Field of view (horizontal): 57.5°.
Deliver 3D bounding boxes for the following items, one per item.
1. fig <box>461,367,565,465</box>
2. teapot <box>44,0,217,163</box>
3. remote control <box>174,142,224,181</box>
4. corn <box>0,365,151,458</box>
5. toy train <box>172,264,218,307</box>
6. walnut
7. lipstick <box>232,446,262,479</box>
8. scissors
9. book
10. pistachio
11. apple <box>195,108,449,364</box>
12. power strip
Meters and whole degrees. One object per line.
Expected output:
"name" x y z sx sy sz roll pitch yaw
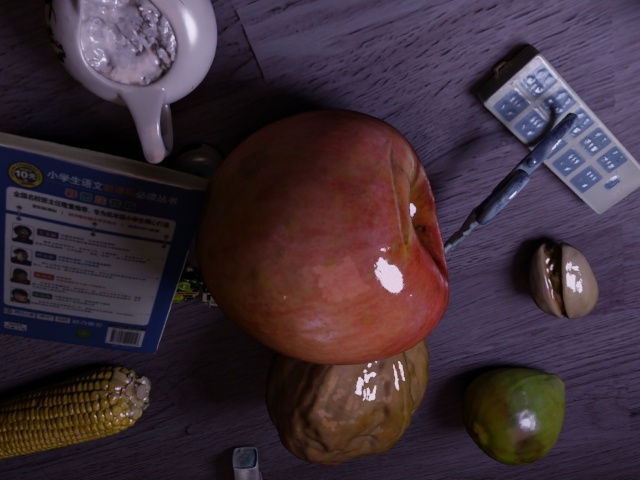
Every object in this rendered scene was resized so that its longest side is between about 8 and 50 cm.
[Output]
"fig" 0.432 0.381 1.275 0.230 0.207 0.207 -2 129 -2
"teapot" -0.233 -0.250 0.748 0.208 0.166 0.299 -15 119 -8
"remote control" -0.166 -0.062 0.969 0.078 0.042 0.221 -18 128 10
"corn" -0.539 0.359 1.207 0.387 0.144 0.144 -17 128 7
"toy train" -0.230 0.085 1.076 0.250 0.053 0.085 3 136 -8
"walnut" 0.052 0.248 1.081 0.306 0.306 0.344 3 129 -8
"lipstick" -0.185 0.625 1.488 0.077 0.079 0.253 -1 129 -5
"scissors" 0.248 -0.034 0.932 0.029 0.256 0.383 42 146 8
"book" -0.376 0.035 0.945 0.300 0.039 0.428 13 131 -19
"pistachio" 0.455 0.077 1.096 0.124 0.124 0.185 -19 121 10
"apple" 0.000 0.000 0.837 0.364 0.364 0.364 -3 129 -3
"power strip" 0.403 -0.163 0.941 0.367 0.043 0.106 33 119 -27
